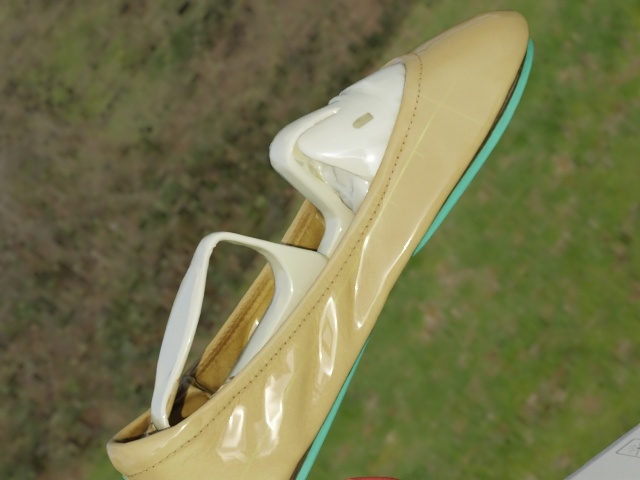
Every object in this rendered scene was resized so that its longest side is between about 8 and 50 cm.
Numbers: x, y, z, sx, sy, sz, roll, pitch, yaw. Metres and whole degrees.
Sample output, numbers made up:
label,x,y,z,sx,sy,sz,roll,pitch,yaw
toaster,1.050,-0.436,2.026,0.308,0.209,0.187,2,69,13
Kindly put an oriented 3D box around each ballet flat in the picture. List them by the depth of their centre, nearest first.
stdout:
label,x,y,z,sx,sy,sz,roll,pitch,yaw
ballet flat,0.000,0.000,0.675,0.232,0.073,0.080,-61,17,-11

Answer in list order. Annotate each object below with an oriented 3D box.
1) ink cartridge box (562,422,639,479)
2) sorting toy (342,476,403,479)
label,x,y,z,sx,sy,sz,roll,pitch,yaw
ink cartridge box,0.109,0.213,0.661,0.066,0.261,0.296,8,17,33
sorting toy,0.012,0.328,1.136,0.126,0.127,0.365,160,113,-73
